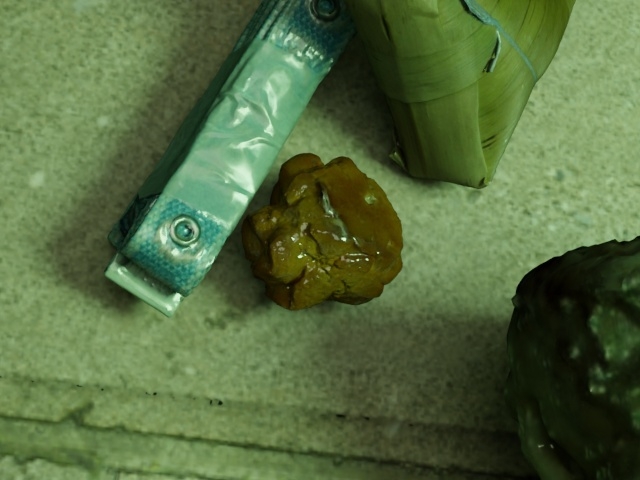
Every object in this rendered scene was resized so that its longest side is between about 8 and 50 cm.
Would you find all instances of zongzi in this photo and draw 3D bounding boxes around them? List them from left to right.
[{"bbox_3d":[0.123,-0.197,1.223,0.115,0.228,0.256,22,62,33],"label":"zongzi"}]

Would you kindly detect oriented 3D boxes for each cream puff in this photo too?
[{"bbox_3d":[0.000,0.000,1.196,0.116,0.094,0.122,44,32,-4],"label":"cream puff"}]

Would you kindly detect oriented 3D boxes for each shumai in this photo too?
[{"bbox_3d":[0.302,0.179,1.090,0.395,0.395,0.348,11,71,-12],"label":"shumai"}]

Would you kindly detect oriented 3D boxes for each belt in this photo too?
[{"bbox_3d":[-0.057,-0.084,1.208,0.072,0.087,0.302,37,70,-16],"label":"belt"}]
